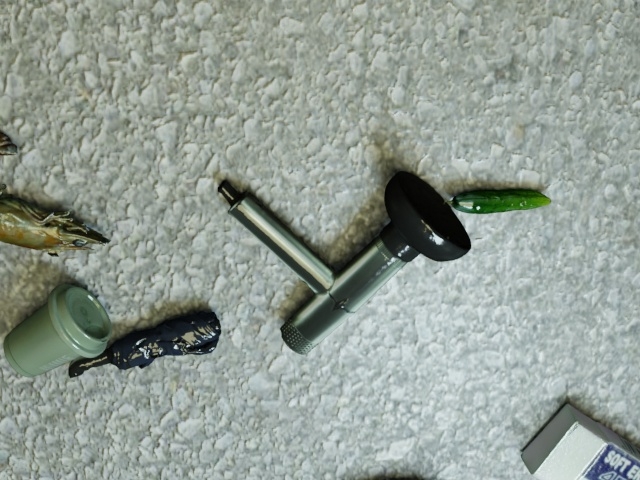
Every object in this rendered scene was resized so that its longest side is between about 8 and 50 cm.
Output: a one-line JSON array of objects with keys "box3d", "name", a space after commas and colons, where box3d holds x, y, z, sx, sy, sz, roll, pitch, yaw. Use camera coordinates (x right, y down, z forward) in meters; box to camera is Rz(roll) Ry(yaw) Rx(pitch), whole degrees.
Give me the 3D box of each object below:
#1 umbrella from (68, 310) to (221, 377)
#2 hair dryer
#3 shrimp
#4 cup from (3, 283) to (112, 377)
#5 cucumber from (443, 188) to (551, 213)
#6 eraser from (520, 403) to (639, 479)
[{"box3d": [-0.273, 0.166, 1.610, 0.248, 0.071, 0.071, -14, 110, 0], "name": "umbrella"}, {"box3d": [0.011, -0.003, 1.530, 0.320, 0.155, 0.284, -35, 118, 17], "name": "hair dryer"}, {"box3d": [-0.445, -0.070, 1.526, 0.296, 0.058, 0.169, 11, 106, -4], "name": "shrimp"}, {"box3d": [-0.397, 0.144, 1.576, 0.141, 0.120, 0.120, -33, 108, 20], "name": "cup"}, {"box3d": [0.264, -0.058, 1.581, 0.168, 0.039, 0.039, -3, 109, -8], "name": "cucumber"}, {"box3d": [0.483, 0.395, 1.730, 0.287, 0.086, 0.130, 34, 102, -14], "name": "eraser"}]
